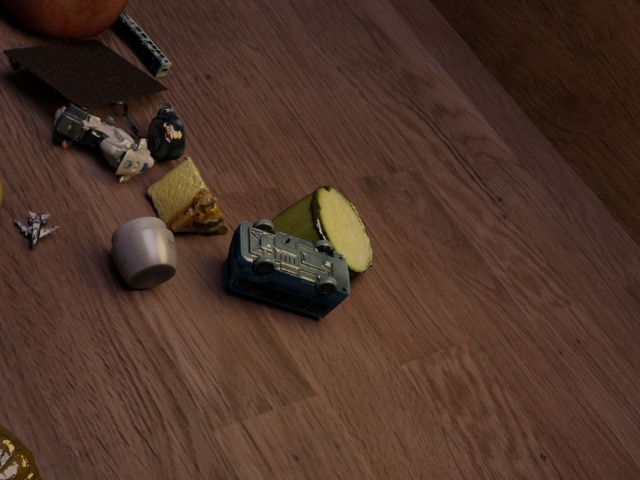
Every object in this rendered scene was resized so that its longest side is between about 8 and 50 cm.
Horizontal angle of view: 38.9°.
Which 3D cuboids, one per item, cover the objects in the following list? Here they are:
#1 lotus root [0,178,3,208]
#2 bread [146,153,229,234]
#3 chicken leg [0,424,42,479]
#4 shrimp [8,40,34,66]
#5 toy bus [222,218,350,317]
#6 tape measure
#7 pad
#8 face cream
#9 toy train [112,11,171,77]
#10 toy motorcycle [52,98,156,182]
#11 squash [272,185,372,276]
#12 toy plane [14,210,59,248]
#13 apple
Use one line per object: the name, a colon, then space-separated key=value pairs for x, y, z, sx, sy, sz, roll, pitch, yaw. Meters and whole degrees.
lotus root: x=-0.608 y=-0.066 z=1.488 sx=0.154 sy=0.140 sz=0.257 roll=30 pitch=31 yaw=-21
bread: x=-0.260 y=-0.073 z=1.843 sx=0.147 sy=0.127 sz=0.152 roll=59 pitch=8 yaw=28
chicken leg: x=-0.434 y=0.339 z=1.259 sx=0.228 sy=0.088 sz=0.103 roll=46 pitch=28 yaw=1
shrimp: x=-0.635 y=-0.396 z=1.906 sx=0.038 sy=0.029 sz=0.092 roll=23 pitch=33 yaw=-5
toy bus: x=-0.070 y=0.060 z=1.795 sx=0.246 sy=0.134 sz=0.114 roll=19 pitch=43 yaw=-25
tape measure: x=-0.364 y=-0.221 z=1.869 sx=0.179 sy=0.104 sz=0.107 roll=4 pitch=52 yaw=-49
pad: x=-0.490 y=-0.359 z=1.928 sx=0.220 sy=0.004 sz=0.330 roll=35 pitch=25 yaw=9
face cream: x=-0.320 y=0.022 z=1.648 sx=0.117 sy=0.117 sz=0.104 roll=0 pitch=58 yaw=-39
toy train: x=-0.430 y=-0.470 z=2.133 sx=0.207 sy=0.043 sz=0.047 roll=48 pitch=36 yaw=14
toy motorcycle: x=-0.430 y=-0.196 z=1.811 sx=0.221 sy=0.102 sz=0.150 roll=28 pitch=17 yaw=-18
squash: x=0.015 y=0.000 z=1.977 sx=0.220 sy=0.133 sz=0.220 roll=37 pitch=33 yaw=-29
toy plane: x=-0.506 y=-0.020 z=1.611 sx=0.078 sy=0.031 sz=0.083 roll=7 pitch=42 yaw=-13
apple: x=-0.559 y=-0.619 z=1.998 sx=0.344 sy=0.269 sz=0.345 roll=23 pitch=39 yaw=-20
